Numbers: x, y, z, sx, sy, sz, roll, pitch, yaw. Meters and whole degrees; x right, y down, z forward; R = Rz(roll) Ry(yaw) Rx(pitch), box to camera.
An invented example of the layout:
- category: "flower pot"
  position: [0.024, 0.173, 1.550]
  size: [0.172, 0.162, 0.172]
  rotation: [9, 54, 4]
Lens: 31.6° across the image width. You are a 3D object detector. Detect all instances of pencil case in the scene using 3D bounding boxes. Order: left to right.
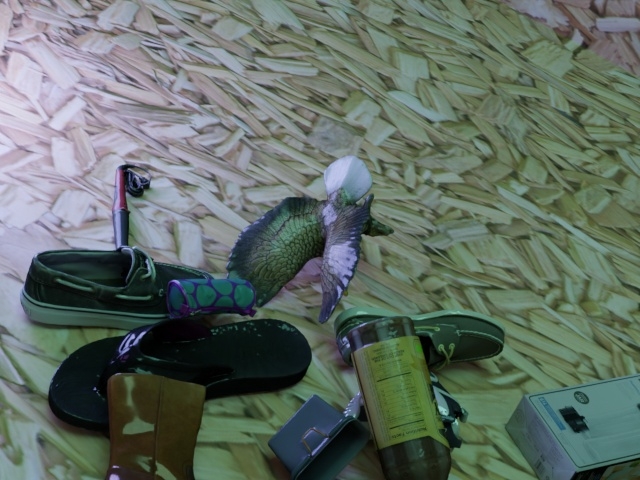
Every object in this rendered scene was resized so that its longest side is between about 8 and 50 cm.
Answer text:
- category: "pencil case"
  position: [-0.178, 0.096, 1.845]
  size: [0.151, 0.064, 0.070]
  rotation: [0, 44, -43]

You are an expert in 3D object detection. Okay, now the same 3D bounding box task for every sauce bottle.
- category: "sauce bottle"
  position: [0.131, 0.289, 1.692]
  size: [0.111, 0.111, 0.344]
  rotation: [-6, 74, -30]

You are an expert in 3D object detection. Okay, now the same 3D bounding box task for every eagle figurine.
- category: "eagle figurine"
  position: [0.005, 0.010, 2.012]
  size: [0.225, 0.226, 0.298]
  rotation: [51, 38, 6]

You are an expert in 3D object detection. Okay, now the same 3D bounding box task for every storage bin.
- category: "storage bin"
  position: [-0.012, 0.299, 1.691]
  size: [0.135, 0.098, 0.091]
  rotation: [-46, 52, -8]

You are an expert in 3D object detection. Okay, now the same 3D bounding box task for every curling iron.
- category: "curling iron"
  position: [-0.348, -0.052, 2.048]
  size: [0.068, 0.035, 0.274]
  rotation: [11, 38, -12]

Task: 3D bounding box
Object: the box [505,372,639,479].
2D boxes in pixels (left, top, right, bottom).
- category: "box"
  position: [0.480, 0.325, 1.910]
  size: [0.290, 0.087, 0.169]
  rotation: [-4, 44, -28]

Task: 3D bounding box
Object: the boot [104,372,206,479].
- category: "boot"
  position: [-0.181, 0.327, 1.588]
  size: [0.264, 0.096, 0.280]
  rotation: [11, 42, -13]

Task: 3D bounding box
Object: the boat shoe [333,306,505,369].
- category: "boat shoe"
  position: [0.176, 0.179, 1.943]
  size: [0.305, 0.109, 0.091]
  rotation: [4, 40, -11]

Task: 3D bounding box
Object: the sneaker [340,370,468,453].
- category: "sneaker"
  position: [0.144, 0.292, 1.794]
  size: [0.153, 0.094, 0.235]
  rotation: [33, 28, 30]

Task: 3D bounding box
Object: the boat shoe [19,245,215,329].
- category: "boat shoe"
  position: [-0.313, 0.071, 1.842]
  size: [0.335, 0.119, 0.121]
  rotation: [-2, 42, -29]

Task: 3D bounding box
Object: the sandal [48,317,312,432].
- category: "sandal"
  position: [-0.212, 0.177, 1.766]
  size: [0.445, 0.107, 0.167]
  rotation: [-11, 47, -33]
